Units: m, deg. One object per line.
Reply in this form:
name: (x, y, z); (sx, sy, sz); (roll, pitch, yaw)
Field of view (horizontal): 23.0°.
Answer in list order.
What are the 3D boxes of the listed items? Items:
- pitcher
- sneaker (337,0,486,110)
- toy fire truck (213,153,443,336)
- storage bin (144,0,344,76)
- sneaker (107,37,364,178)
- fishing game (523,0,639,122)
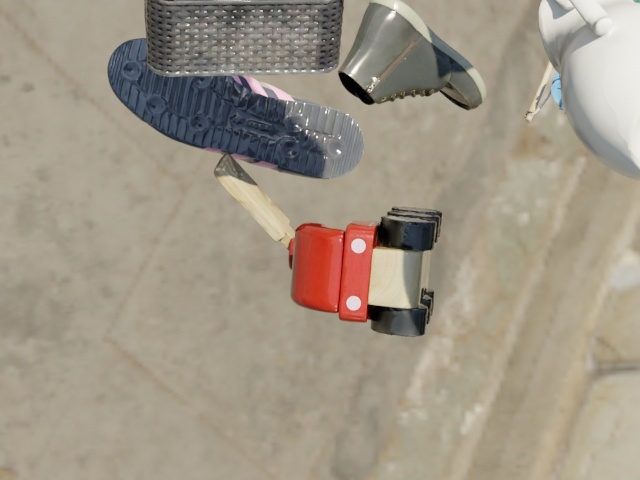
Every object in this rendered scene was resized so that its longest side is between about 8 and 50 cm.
pitcher: (0.226, -0.146, 1.209); (0.178, 0.125, 0.207); (45, 12, -32)
sneaker: (0.108, -0.197, 1.933); (0.222, 0.083, 0.118); (36, 81, -38)
toy fire truck: (0.000, 0.000, 1.656); (0.217, 0.246, 0.158); (-38, 133, -81)
storage bin: (-0.073, -0.222, 1.462); (0.122, 0.180, 0.084); (-100, -168, -49)
sneaker: (-0.111, -0.150, 1.898); (0.319, 0.131, 0.112); (23, 87, -12)
fishing game: (0.318, -0.227, 1.788); (0.041, 0.264, 0.189); (31, 65, -17)
